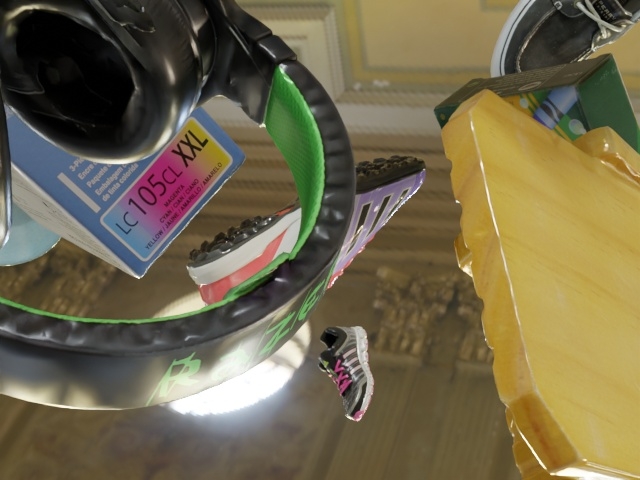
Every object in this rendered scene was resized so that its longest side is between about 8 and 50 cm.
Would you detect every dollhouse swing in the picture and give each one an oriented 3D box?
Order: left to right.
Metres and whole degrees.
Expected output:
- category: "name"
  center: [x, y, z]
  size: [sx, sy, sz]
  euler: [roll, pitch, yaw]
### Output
- category: "dollhouse swing"
  center: [0.161, 0.100, 0.909]
  size: [0.305, 0.347, 0.315]
  euler: [11, -34, -30]

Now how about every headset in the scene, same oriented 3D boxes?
- category: "headset"
  center: [-0.154, -0.098, 0.540]
  size: [0.394, 0.243, 0.185]
  euler: [40, -38, 19]

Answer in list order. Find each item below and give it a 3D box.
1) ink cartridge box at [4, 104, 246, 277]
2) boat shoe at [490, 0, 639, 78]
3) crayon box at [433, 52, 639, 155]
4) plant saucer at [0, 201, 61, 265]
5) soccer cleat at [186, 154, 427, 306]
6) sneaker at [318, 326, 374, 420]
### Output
- category: "ink cartridge box"
  center: [-0.285, -0.164, 0.922]
  size: [0.395, 0.151, 0.270]
  euler: [45, -14, -32]
- category: "boat shoe"
  center: [0.362, -0.317, 1.454]
  size: [0.121, 0.119, 0.335]
  euler: [43, -88, -16]
- category: "crayon box"
  center: [0.278, -0.032, 1.230]
  size: [0.203, 0.083, 0.323]
  euler: [-3, -61, 52]
- category: "plant saucer"
  center: [-0.357, -0.069, 1.218]
  size: [0.194, 0.037, 0.195]
  euler: [4, -69, 10]
- category: "soccer cleat"
  center: [0.000, 0.000, 1.278]
  size: [0.108, 0.318, 0.116]
  euler: [4, -60, 62]
- category: "sneaker"
  center: [0.033, 0.195, 1.655]
  size: [0.074, 0.170, 0.063]
  euler: [15, -45, -20]
